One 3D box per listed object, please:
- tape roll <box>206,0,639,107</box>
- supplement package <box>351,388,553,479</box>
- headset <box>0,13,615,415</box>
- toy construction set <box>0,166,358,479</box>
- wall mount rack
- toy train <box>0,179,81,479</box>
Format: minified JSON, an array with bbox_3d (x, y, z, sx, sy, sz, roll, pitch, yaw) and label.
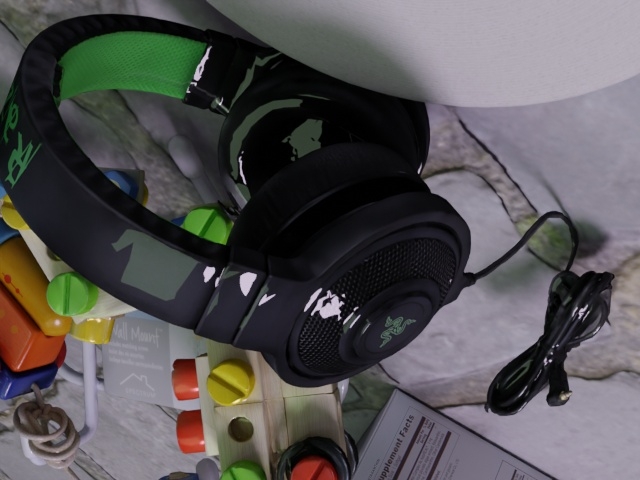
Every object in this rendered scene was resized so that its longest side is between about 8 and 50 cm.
[{"bbox_3d":[0.040,-0.232,0.524,0.392,0.072,0.392,20,142,16],"label":"tape roll"},{"bbox_3d":[0.111,0.307,0.995,0.263,0.198,0.199,30,142,3],"label":"supplement package"},{"bbox_3d":[0.000,0.000,0.687,0.394,0.243,0.185,16,123,-19],"label":"headset"},{"bbox_3d":[-0.088,0.103,0.797,0.215,0.151,0.327,-7,104,7],"label":"toy construction set"},{"bbox_3d":[-0.154,0.054,0.968,0.350,0.130,0.304,5,103,31],"label":"wall mount rack"},{"bbox_3d":[-0.208,0.059,0.883,0.248,0.105,0.143,47,110,14],"label":"toy train"}]
